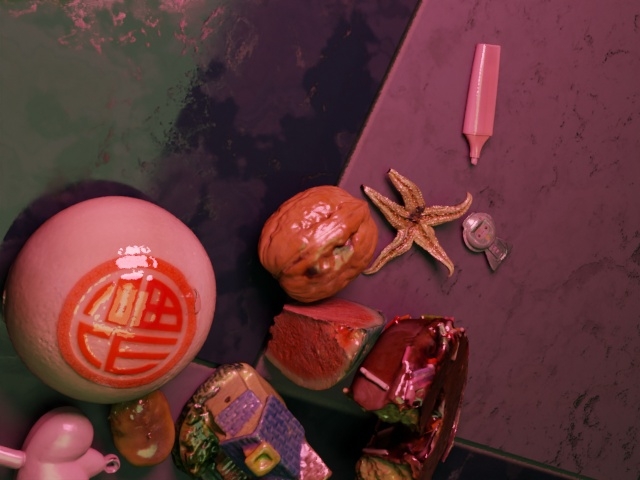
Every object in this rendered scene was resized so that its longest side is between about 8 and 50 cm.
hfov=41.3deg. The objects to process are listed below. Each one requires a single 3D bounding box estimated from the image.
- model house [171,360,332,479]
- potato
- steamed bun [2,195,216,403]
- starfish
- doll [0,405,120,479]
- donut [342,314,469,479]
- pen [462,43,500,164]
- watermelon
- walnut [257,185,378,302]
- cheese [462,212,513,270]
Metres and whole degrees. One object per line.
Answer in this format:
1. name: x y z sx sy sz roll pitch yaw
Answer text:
1. model house: -0.102 0.324 1.276 0.195 0.189 0.214 -40 119 -15
2. potato: -0.263 0.267 1.242 0.091 0.070 0.138 -21 121 -27
3. steamed bun: -0.268 0.087 1.125 0.283 0.177 0.283 -7 107 -25
4. starfish: 0.148 -0.022 1.384 0.217 0.050 0.223 -41 107 -5
5. doll: -0.444 0.278 1.139 0.365 0.094 0.160 19 92 -30
6. donut: 0.145 0.253 1.363 0.259 0.136 0.345 -57 152 -39
7. pen: 0.265 -0.222 1.397 0.053 0.032 0.197 0 102 -28
8. watermelon: 0.031 0.143 1.278 0.146 0.231 0.128 -22 110 -37
9. walnut: 0.000 0.000 1.260 0.184 0.155 0.155 -38 118 -8
10. cheese: 0.286 -0.004 1.472 0.120 0.026 0.067 43 84 -30
